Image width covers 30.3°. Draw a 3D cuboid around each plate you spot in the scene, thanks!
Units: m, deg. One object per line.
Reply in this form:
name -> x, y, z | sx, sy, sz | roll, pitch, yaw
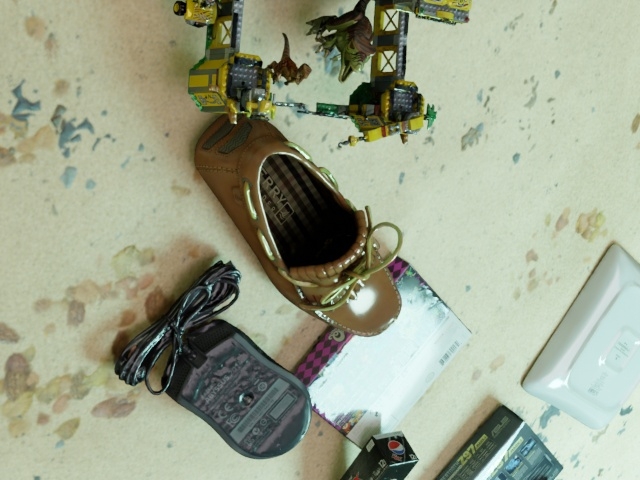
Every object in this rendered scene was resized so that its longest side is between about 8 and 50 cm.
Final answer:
plate -> 0.483, 0.175, 1.953 | 0.277, 0.045, 0.278 | 31, 93, -45

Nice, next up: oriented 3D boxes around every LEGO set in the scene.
LEGO set -> 0.034, -0.222, 1.223 | 0.331, 0.192, 0.255 | 13, 87, -38

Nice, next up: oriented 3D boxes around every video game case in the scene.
video game case -> 0.084, 0.161, 1.620 | 0.232, 0.042, 0.210 | -50, 136, -5

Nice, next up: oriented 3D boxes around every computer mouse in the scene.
computer mouse -> -0.114, 0.160, 1.447 | 0.188, 0.072, 0.272 | -45, 122, -8

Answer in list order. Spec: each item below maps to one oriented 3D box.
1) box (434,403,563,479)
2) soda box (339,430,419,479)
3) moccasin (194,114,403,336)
box -> 0.267, 0.398, 1.891 | 0.232, 0.059, 0.183 | -48, 135, -6
soda box -> 0.069, 0.341, 1.662 | 0.060, 0.053, 0.169 | -2, 137, -38
moccasin -> 0.002, -0.002, 1.387 | 0.139, 0.147, 0.380 | -42, 133, -13
